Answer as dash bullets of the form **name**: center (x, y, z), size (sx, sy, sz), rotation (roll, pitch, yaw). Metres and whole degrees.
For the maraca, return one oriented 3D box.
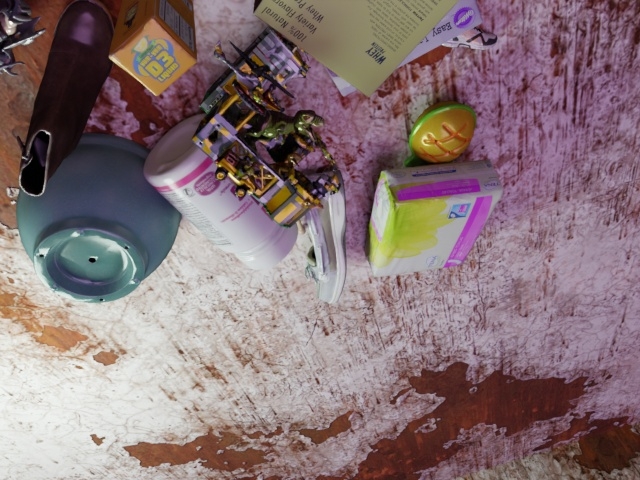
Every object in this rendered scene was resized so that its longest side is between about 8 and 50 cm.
- **maraca**: center (0.229, -0.193, 0.981), size (0.127, 0.099, 0.186), rotation (-3, 149, -10)

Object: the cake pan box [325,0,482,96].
- **cake pan box**: center (0.090, -0.384, 0.774), size (0.266, 0.070, 0.246), rotation (-22, 135, 19)

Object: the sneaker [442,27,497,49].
- **sneaker**: center (0.259, -0.358, 0.881), size (0.109, 0.040, 0.044), rotation (-2, 129, -13)

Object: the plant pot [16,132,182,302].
- **plant pot**: center (-0.398, -0.014, 0.913), size (0.292, 0.196, 0.293), rotation (-7, 132, -8)

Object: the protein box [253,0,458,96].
- **protein box**: center (0.051, -0.345, 0.667), size (0.199, 0.136, 0.201), rotation (27, 128, -28)

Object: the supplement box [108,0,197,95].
- **supplement box**: center (-0.222, -0.291, 0.689), size (0.078, 0.234, 0.080), rotation (-34, 129, 16)

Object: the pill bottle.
- **pill bottle**: center (-0.169, -0.078, 0.937), size (0.160, 0.160, 0.283), rotation (-29, 131, 12)

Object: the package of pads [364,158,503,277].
- **package of pads**: center (0.217, -0.035, 1.065), size (0.229, 0.101, 0.297), rotation (-7, 148, -7)

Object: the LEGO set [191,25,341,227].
- **LEGO set**: center (-0.052, -0.197, 0.785), size (0.192, 0.331, 0.255), rotation (-40, 107, 18)

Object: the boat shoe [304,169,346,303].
- **boat shoe**: center (0.000, 0.000, 1.084), size (0.103, 0.118, 0.321), rotation (-3, 127, -3)

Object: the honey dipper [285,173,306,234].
- **honey dipper**: center (-0.055, -0.070, 1.063), size (0.030, 0.031, 0.161), rotation (-18, 135, 2)

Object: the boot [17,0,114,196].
- **boot**: center (-0.369, -0.209, 0.742), size (0.090, 0.207, 0.248), rotation (17, 124, -26)

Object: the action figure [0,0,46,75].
- **action figure**: center (-0.497, -0.320, 0.662), size (0.185, 0.099, 0.285), rotation (-21, 150, 0)
